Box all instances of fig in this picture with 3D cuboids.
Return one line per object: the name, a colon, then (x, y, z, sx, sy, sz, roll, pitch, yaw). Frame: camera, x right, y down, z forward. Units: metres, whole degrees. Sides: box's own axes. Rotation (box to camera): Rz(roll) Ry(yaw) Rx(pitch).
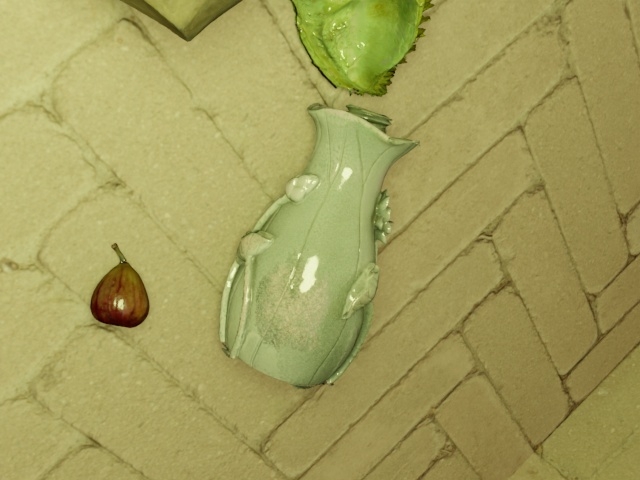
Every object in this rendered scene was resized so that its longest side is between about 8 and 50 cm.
fig: (-0.301, 0.068, 1.144, 0.089, 0.089, 0.125, 10, 85, -38)

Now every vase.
vase: (0.000, 0.000, 1.217, 0.250, 0.250, 0.445, 13, 102, -39)

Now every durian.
durian: (0.052, -0.371, 1.096, 0.198, 0.163, 0.394, -31, 135, -15)

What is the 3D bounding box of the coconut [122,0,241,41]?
coconut: (-0.170, -0.415, 0.786, 0.416, 0.345, 0.415, 0, 91, -21)
